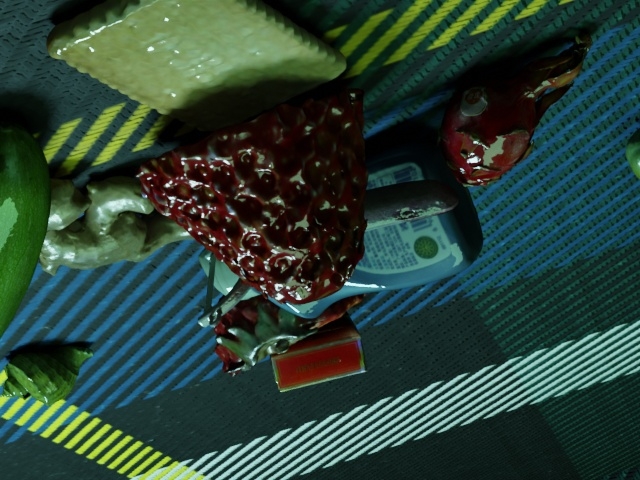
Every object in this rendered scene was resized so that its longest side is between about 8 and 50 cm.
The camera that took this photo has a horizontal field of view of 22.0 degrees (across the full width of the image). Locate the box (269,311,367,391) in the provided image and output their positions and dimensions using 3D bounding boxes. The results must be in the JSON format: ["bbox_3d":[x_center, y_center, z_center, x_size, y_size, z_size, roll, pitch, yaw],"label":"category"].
[{"bbox_3d":[-0.010,0.129,2.008,0.112,0.048,0.175,-13,-169,-4],"label":"box"}]

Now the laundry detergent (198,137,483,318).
[{"bbox_3d":[0.014,-0.001,1.698,0.290,0.143,0.094,-18,-169,23],"label":"laundry detergent"}]

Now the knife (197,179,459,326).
[{"bbox_3d":[-0.001,-0.001,1.602,0.278,0.123,0.053,-21,131,18],"label":"knife"}]

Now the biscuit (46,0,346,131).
[{"bbox_3d":[-0.097,-0.158,1.368,0.160,0.030,0.250,-23,158,23],"label":"biscuit"}]

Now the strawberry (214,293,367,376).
[{"bbox_3d":[-0.041,0.060,1.873,0.190,0.111,0.236,-32,178,18],"label":"strawberry"}]

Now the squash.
[{"bbox_3d":[-0.328,0.037,1.532,0.107,0.107,0.395,-2,145,-30],"label":"squash"}]

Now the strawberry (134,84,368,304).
[{"bbox_3d":[-0.048,-0.024,1.495,0.234,0.178,0.234,-20,174,-2],"label":"strawberry"}]

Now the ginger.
[{"bbox_3d":[-0.204,-0.018,1.609,0.259,0.065,0.149,-3,154,-21],"label":"ginger"}]

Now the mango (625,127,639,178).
[{"bbox_3d":[0.423,-0.102,1.765,0.195,0.091,0.130,-5,159,-12],"label":"mango"}]

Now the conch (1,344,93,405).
[{"bbox_3d":[-0.332,0.161,1.982,0.121,0.074,0.089,-29,-179,-25],"label":"conch"}]

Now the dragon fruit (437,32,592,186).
[{"bbox_3d":[0.179,-0.133,1.566,0.094,0.094,0.190,11,125,-48],"label":"dragon fruit"}]
